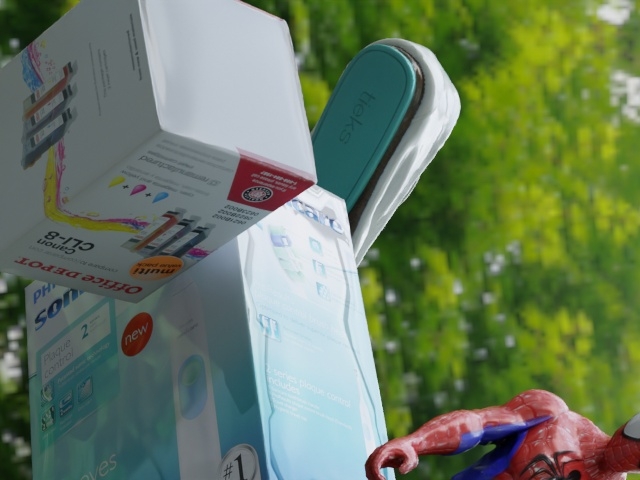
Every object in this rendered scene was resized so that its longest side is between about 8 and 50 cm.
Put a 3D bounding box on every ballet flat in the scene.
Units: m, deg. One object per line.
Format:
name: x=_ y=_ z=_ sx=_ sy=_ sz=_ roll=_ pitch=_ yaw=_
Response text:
ballet flat: x=0.000 y=0.000 z=1.663 sx=0.400 sy=0.139 sz=0.139 roll=-55 pitch=-136 yaw=13

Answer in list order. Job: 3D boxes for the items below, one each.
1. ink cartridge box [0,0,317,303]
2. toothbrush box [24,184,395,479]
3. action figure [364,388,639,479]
ink cartridge box: x=-0.114 y=-0.061 z=1.125 sx=0.176 sy=0.128 sz=0.127 roll=-33 pitch=-124 yaw=35
toothbrush box: x=-0.079 y=0.113 z=1.214 sx=0.216 sy=0.126 sz=0.295 roll=-35 pitch=-136 yaw=30
action figure: x=0.024 y=0.134 z=0.745 sx=0.091 sy=0.280 sz=0.139 roll=65 pitch=8 yaw=8
